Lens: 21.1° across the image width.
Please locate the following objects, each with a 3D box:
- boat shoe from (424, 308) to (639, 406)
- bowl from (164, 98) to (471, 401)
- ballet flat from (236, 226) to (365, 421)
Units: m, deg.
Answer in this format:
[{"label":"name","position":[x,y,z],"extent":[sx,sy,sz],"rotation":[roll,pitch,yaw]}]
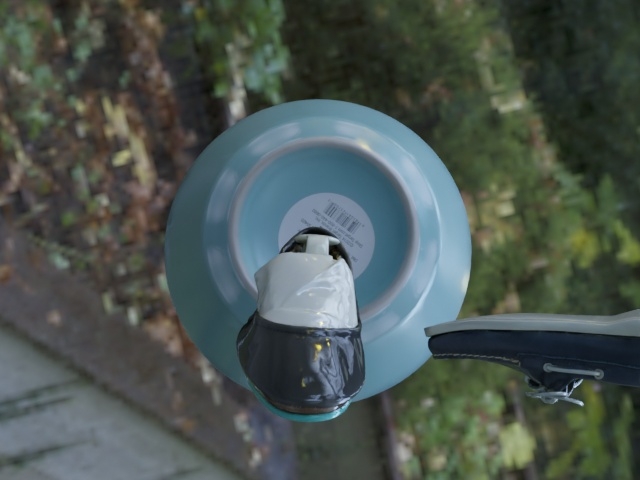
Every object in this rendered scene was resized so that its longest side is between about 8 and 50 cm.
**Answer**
[{"label":"boat shoe","position":[0.214,0.100,1.465],"extent":[0.095,0.254,0.079],"rotation":[-15,104,-76]},{"label":"bowl","position":[0.000,0.000,1.652],"extent":[0.163,0.311,0.311],"rotation":[101,-23,-82]},{"label":"ballet flat","position":[-0.014,0.048,1.296],"extent":[0.280,0.095,0.096],"rotation":[-96,-170,-77]}]
